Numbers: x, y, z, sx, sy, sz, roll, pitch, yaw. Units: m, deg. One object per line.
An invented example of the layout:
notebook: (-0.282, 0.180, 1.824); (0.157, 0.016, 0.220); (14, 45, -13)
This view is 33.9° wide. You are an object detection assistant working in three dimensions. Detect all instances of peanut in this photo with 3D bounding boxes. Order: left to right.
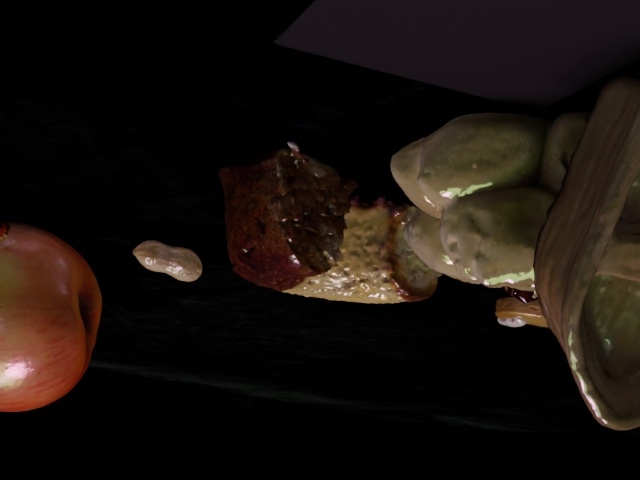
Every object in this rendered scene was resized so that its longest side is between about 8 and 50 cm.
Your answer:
peanut: (-0.162, 0.021, 1.113); (0.083, 0.037, 0.037); (14, 165, -38)

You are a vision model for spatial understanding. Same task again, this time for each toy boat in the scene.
toy boat: (0.178, 0.007, 0.561); (0.116, 0.188, 0.061); (11, -164, -20)

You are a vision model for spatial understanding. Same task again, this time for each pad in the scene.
pad: (0.094, -0.112, 0.474); (0.170, 0.006, 0.245); (10, 167, -20)

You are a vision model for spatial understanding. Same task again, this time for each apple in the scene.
apple: (-0.316, 0.077, 1.092); (0.164, 0.209, 0.209); (1, 167, 4)

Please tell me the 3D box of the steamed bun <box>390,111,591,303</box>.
steamed bun: (0.135, -0.010, 0.668); (0.192, 0.106, 0.177); (8, 167, -6)

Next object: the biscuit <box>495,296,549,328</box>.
biscuit: (0.327, 0.099, 1.214); (0.240, 0.035, 0.158); (14, 167, -28)

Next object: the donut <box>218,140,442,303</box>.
donut: (0.001, -0.001, 0.827); (0.141, 0.085, 0.217); (-6, 164, 44)
